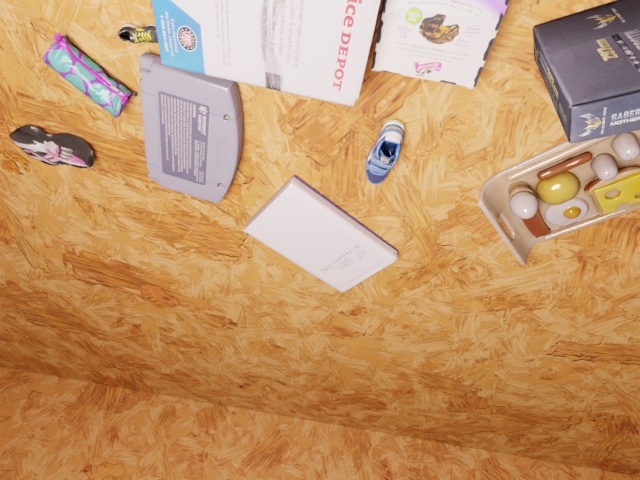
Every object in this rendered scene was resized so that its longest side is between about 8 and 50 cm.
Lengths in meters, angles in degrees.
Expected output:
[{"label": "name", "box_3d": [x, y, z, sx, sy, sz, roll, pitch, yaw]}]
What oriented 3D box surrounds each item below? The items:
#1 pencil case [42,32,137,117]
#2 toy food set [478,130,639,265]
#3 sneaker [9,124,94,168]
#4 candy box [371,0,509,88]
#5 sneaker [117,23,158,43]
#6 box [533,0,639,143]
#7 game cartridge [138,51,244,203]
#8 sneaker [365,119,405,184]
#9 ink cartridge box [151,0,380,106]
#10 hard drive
[{"label": "pencil case", "box_3d": [-0.431, -0.305, 0.760, 0.151, 0.065, 0.070, 40, 147, -26]}, {"label": "toy food set", "box_3d": [0.486, -0.074, 0.755, 0.306, 0.092, 0.219, -25, 125, 34]}, {"label": "sneaker", "box_3d": [-0.595, -0.201, 0.920, 0.178, 0.072, 0.077, 22, 149, 3]}, {"label": "candy box", "box_3d": [0.172, -0.335, 0.576, 0.164, 0.070, 0.196, 11, 137, 2]}, {"label": "sneaker", "box_3d": [-0.310, -0.353, 0.701, 0.083, 0.035, 0.031, 5, 137, 9]}, {"label": "box", "box_3d": [0.390, -0.231, 0.512, 0.183, 0.233, 0.059, -9, 135, 23]}, {"label": "game cartridge", "box_3d": [-0.258, -0.210, 0.828, 0.196, 0.060, 0.294, 20, 137, -2]}, {"label": "sneaker", "box_3d": [0.119, -0.159, 0.781, 0.053, 0.059, 0.144, 12, 138, -2]}, {"label": "ink cartridge box", "box_3d": [-0.070, -0.349, 0.577, 0.307, 0.129, 0.223, 13, 137, 1]}, {"label": "hard drive", "box_3d": [0.000, 0.000, 0.990, 0.318, 0.040, 0.210, 34, 133, -21]}]
